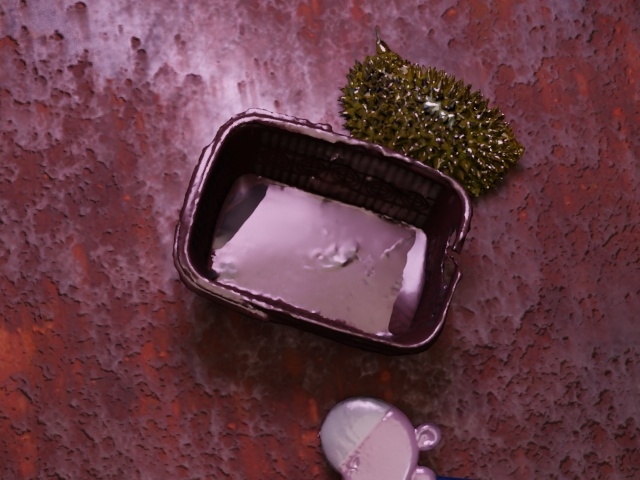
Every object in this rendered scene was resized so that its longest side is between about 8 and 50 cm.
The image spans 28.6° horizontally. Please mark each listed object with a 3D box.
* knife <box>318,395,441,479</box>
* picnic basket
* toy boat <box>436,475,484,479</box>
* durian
[{"bbox_3d":[0.029,0.364,1.311,0.132,0.038,0.399,12,80,8],"label":"knife"},{"bbox_3d":[0.000,0.000,1.340,0.297,0.129,0.222,18,77,-1],"label":"picnic basket"},{"bbox_3d":[0.214,0.287,1.331,0.229,0.080,0.046,7,106,5],"label":"toy boat"},{"bbox_3d":[0.113,-0.133,1.394,0.220,0.095,0.137,37,78,10],"label":"durian"}]
